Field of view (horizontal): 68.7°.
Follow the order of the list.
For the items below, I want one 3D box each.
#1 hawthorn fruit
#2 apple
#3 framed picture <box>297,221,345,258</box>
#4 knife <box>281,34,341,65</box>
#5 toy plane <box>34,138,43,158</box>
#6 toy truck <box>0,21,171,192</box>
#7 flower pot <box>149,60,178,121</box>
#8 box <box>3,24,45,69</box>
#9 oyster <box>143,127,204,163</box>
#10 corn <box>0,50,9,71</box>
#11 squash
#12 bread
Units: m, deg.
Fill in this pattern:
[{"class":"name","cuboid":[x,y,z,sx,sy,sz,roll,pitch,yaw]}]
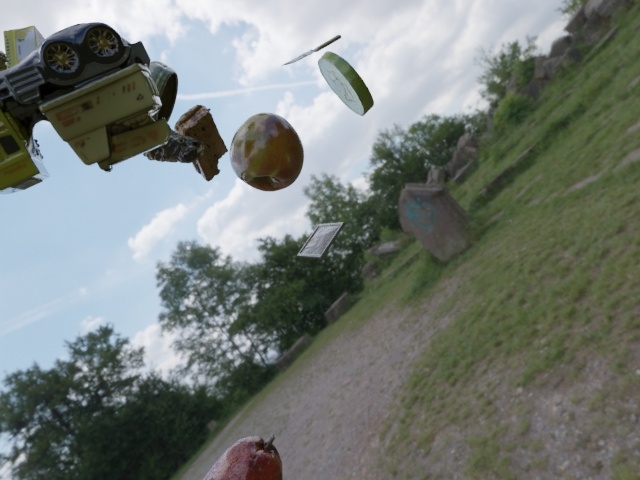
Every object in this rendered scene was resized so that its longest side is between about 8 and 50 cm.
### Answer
[{"class":"hawthorn fruit","cuboid":[-0.146,0.480,0.904,0.179,0.173,0.173,-44,-3,-44]},{"class":"apple","cuboid":[-0.136,-0.228,1.198,0.196,0.196,0.196,-40,-7,-6]},{"class":"framed picture","cuboid":[0.000,0.000,2.022,0.184,0.016,0.250,-56,21,-14]},{"class":"knife","cuboid":[-0.036,-0.785,1.943,0.297,0.047,0.017,-36,-42,-17]},{"class":"toy plane","cuboid":[-1.006,-0.307,1.549,0.261,0.192,0.088,2,22,36]},{"class":"toy truck","cuboid":[-0.497,-0.233,0.888,0.405,0.254,0.180,-31,12,-18]},{"class":"flower pot","cuboid":[-0.789,-0.649,2.064,0.307,0.243,0.308,-163,90,-84]},{"class":"box","cuboid":[-0.886,-0.530,1.511,0.097,0.169,0.265,-15,-17,-3]},{"class":"oyster","cuboid":[-0.564,-0.362,1.827,0.232,0.107,0.162,3,-55,-27]},{"class":"corn","cuboid":[-0.987,-0.477,1.175,0.344,0.131,0.131,5,-35,-33]},{"class":"squash","cuboid":[0.082,-0.548,1.635,0.049,0.252,0.252,-44,-7,0]},{"class":"bread","cuboid":[-0.505,-0.422,2.047,0.185,0.109,0.380,-48,-20,-17]}]
